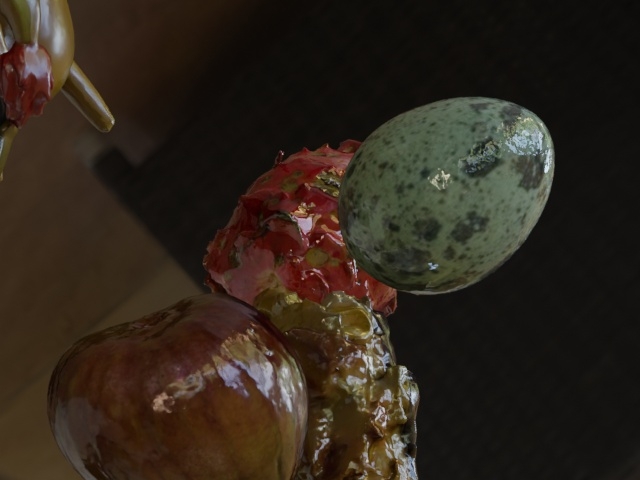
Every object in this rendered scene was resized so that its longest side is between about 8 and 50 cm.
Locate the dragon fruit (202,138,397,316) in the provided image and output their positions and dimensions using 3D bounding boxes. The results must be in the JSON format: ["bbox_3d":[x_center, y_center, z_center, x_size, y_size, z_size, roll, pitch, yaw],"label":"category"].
[{"bbox_3d":[0.000,0.000,2.026,0.205,0.210,0.268,-34,-160,40],"label":"dragon fruit"}]

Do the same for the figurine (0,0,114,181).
[{"bbox_3d":[-0.355,-0.220,1.981,0.387,0.268,0.401,87,10,-79],"label":"figurine"}]

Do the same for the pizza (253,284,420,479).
[{"bbox_3d":[-0.031,0.172,1.490,0.114,0.409,0.277,6,123,-47],"label":"pizza"}]

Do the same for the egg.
[{"bbox_3d":[0.091,-0.035,1.387,0.172,0.132,0.132,-36,159,28],"label":"egg"}]

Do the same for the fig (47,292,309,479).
[{"bbox_3d":[-0.069,0.114,1.226,0.202,0.148,0.149,37,88,-31],"label":"fig"}]
